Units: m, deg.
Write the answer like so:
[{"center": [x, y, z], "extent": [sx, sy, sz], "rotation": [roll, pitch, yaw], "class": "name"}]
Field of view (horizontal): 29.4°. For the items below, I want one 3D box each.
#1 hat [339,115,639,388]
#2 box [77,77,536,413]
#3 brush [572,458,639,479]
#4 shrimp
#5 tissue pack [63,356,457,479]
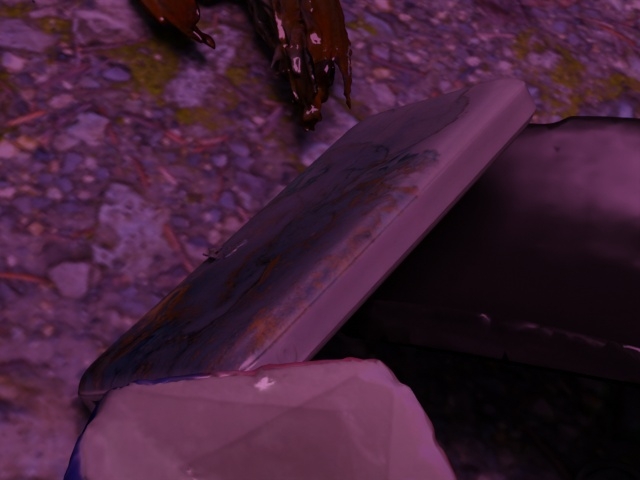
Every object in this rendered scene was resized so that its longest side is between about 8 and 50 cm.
[{"center": [0.218, 0.073, 0.665], "extent": [0.381, 0.257, 0.366], "rotation": [-9, 21, 26], "class": "hat"}, {"center": [0.000, 0.000, 0.662], "extent": [0.285, 0.142, 0.044], "rotation": [-44, 113, -38], "class": "box"}, {"center": [0.221, 0.217, 0.576], "extent": [0.068, 0.060, 0.297], "rotation": [-21, 59, -26], "class": "brush"}, {"center": [-0.051, -0.170, 0.836], "extent": [0.150, 0.068, 0.249], "rotation": [-20, 52, -14], "class": "shrimp"}, {"center": [-0.024, 0.198, 0.389], "extent": [0.137, 0.270, 0.209], "rotation": [2, 47, -15], "class": "tissue pack"}]
